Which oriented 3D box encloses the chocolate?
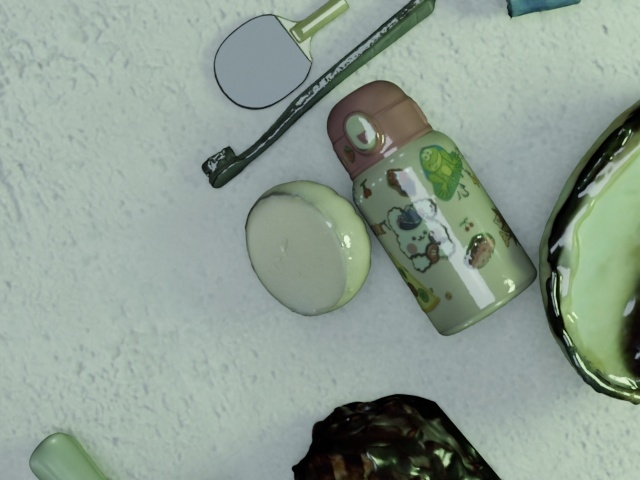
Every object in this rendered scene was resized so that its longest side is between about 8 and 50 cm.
[{"bbox_3d":[0.065,0.270,1.442,0.206,0.177,0.224,-40,88,4],"label":"chocolate"}]

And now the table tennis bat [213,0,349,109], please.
[{"bbox_3d":[-0.038,-0.197,1.513,0.156,0.013,0.087,-36,89,5],"label":"table tennis bat"}]

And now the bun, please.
[{"bbox_3d":[0.000,0.000,1.477,0.138,0.094,0.138,21,124,35],"label":"bun"}]

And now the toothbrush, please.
[{"bbox_3d":[-0.001,-0.155,1.504,0.297,0.030,0.030,-39,79,5],"label":"toothbrush"}]

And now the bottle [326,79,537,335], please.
[{"bbox_3d":[0.099,-0.039,1.456,0.120,0.120,0.253,-34,90,4],"label":"bottle"}]

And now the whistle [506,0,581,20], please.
[{"bbox_3d":[0.329,-0.281,1.463,0.304,0.062,0.062,-12,91,4],"label":"whistle"}]

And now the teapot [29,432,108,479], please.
[{"bbox_3d":[-0.147,0.316,1.468,0.220,0.149,0.318,-24,92,12],"label":"teapot"}]

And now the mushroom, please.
[{"bbox_3d":[0.344,-0.012,1.446,0.247,0.130,0.344,26,95,-14],"label":"mushroom"}]
